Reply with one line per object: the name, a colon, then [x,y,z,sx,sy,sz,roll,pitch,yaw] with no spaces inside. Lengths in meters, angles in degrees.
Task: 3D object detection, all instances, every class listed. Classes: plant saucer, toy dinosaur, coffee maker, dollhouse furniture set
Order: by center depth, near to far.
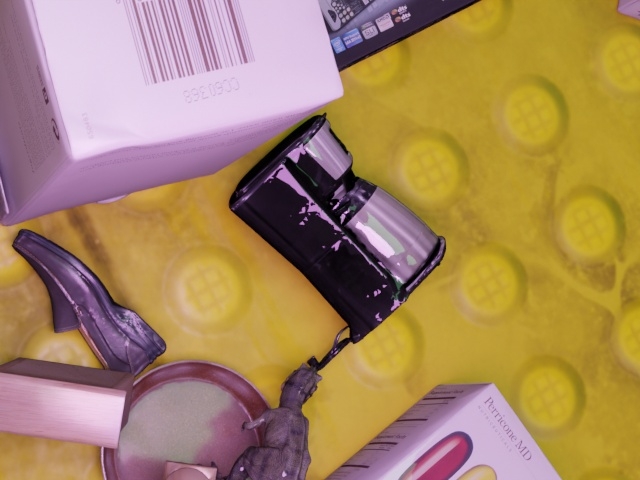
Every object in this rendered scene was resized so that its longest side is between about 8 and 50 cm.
dollhouse furniture set: [-0.253,0.279,1.239,0.303,0.174,0.355,9,88,-2]
toy dinosaur: [-0.047,0.216,1.316,0.064,0.118,0.268,35,33,-29]
plant saucer: [-0.119,0.194,1.388,0.168,0.029,0.168,2,84,-17]
coffee maker: [0.000,0.000,1.400,0.178,0.120,0.171,44,74,-8]

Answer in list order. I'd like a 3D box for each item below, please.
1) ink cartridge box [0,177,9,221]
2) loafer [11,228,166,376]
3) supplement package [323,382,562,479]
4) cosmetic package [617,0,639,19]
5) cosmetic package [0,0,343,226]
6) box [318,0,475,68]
ink cartridge box: [-0.327,-0.097,1.312,0.061,0.104,0.181,-16,89,-19]
loafer: [-0.216,0.060,1.356,0.170,0.062,0.061,44,78,-8]
supplement package: [0.082,0.255,1.390,0.244,0.134,0.139,-38,97,-18]
cosmetic package: [0.419,-0.312,1.555,0.151,0.151,0.184,16,80,-16]
cosmetic package: [-0.153,-0.127,1.227,0.217,0.385,0.156,-15,90,-21]
box: [0.055,-0.317,1.476,0.307,0.076,0.242,-28,93,-19]
